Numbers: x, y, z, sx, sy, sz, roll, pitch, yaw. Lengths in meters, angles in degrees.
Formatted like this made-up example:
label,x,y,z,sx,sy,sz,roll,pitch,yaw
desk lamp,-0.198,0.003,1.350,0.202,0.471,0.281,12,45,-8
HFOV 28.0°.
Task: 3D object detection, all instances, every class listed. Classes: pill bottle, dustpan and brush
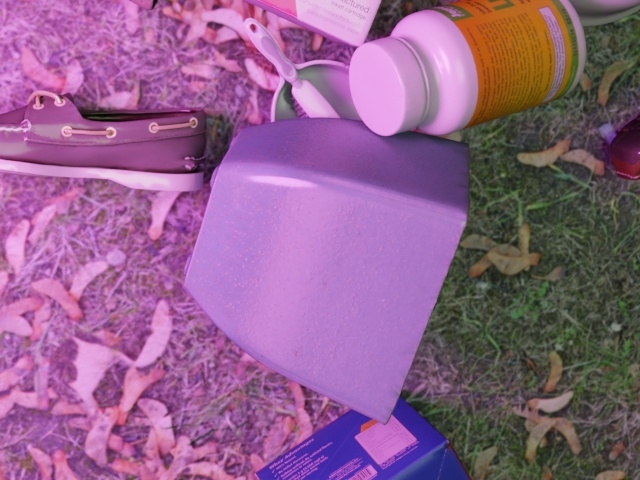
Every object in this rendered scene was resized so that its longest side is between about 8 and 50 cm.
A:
label,x,y,z,sx,sy,sz,roll,pitch,yaw
pill bottle,0.158,-0.193,1.406,0.245,0.136,0.136,-19,106,-29
dustpan and brush,-0.021,-0.166,1.431,0.147,0.060,0.211,-43,109,-4

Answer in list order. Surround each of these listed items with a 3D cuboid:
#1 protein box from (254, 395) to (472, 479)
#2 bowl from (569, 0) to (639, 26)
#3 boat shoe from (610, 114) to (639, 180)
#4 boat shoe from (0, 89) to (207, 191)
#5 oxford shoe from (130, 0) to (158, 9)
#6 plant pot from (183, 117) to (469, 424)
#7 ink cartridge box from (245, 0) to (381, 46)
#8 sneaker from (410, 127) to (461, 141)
label,x,y,z,sx,sy,sz,roll,pitch,yaw
protein box,0.060,0.299,1.474,0.199,0.201,0.136,-33,108,-8
bowl,0.330,-0.389,1.450,0.297,0.134,0.298,-3,101,-16
boat shoe,0.514,-0.129,1.564,0.324,0.122,0.120,-21,109,-10
boat shoe,-0.266,-0.111,1.350,0.305,0.109,0.091,5,99,-23
oxford shoe,-0.111,-0.392,1.318,0.130,0.123,0.348,41,99,-3
plant pot,0.000,0.000,1.362,0.252,0.248,0.247,19,112,-1
ink cartridge box,0.004,-0.352,1.379,0.172,0.100,0.237,21,95,-20
sneaker,0.106,-0.102,1.486,0.134,0.051,0.070,-37,103,-11
